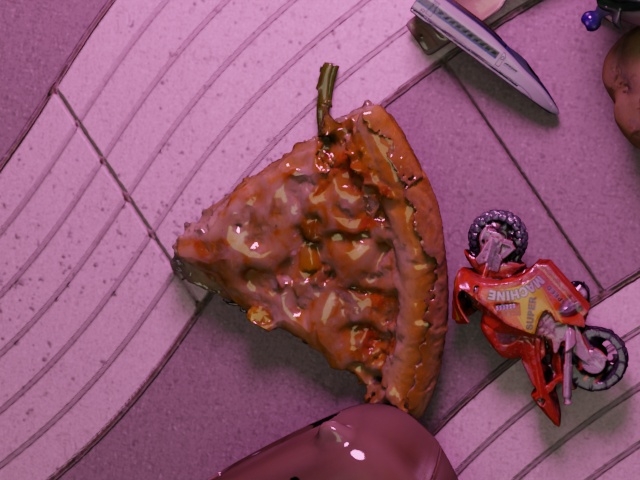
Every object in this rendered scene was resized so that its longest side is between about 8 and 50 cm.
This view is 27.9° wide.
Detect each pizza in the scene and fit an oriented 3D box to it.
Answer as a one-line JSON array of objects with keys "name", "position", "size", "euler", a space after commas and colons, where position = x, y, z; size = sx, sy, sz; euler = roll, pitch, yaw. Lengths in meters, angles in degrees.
[{"name": "pizza", "position": [0.031, 0.000, 1.781], "size": [0.435, 0.080, 0.392], "euler": [30, 113, 4]}]

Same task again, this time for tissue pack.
[{"name": "tissue pack", "position": [-0.006, 0.389, 1.758], "size": [0.387, 0.267, 0.277], "euler": [-28, 94, 20]}]

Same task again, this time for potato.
[{"name": "potato", "position": [0.519, -0.198, 1.680], "size": [0.296, 0.141, 0.191], "euler": [1, 78, 12]}]

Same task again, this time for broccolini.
[{"name": "broccolini", "position": [0.061, -0.128, 1.822], "size": [0.123, 0.062, 0.271], "euler": [-14, 90, 6]}]

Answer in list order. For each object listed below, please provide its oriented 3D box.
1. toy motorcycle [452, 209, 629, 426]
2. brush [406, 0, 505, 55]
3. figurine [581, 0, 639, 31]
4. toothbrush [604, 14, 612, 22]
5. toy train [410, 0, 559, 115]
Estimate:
[{"name": "toy motorcycle", "position": [0.286, 0.103, 1.775], "size": [0.171, 0.089, 0.298], "euler": [-40, 87, 13]}, {"name": "brush", "position": [0.264, -0.366, 1.765], "size": [0.321, 0.050, 0.060], "euler": [-32, 105, 20]}, {"name": "figurine", "position": [0.489, -0.391, 1.595], "size": [0.382, 0.261, 0.186], "euler": [-24, 117, 10]}, {"name": "toothbrush", "position": [0.490, -0.432, 1.724], "size": [0.030, 0.025, 0.342], "euler": [39, 101, 0]}, {"name": "toy train", "position": [0.236, -0.260, 1.762], "size": [0.252, 0.055, 0.048], "euler": [36, 105, -5]}]
